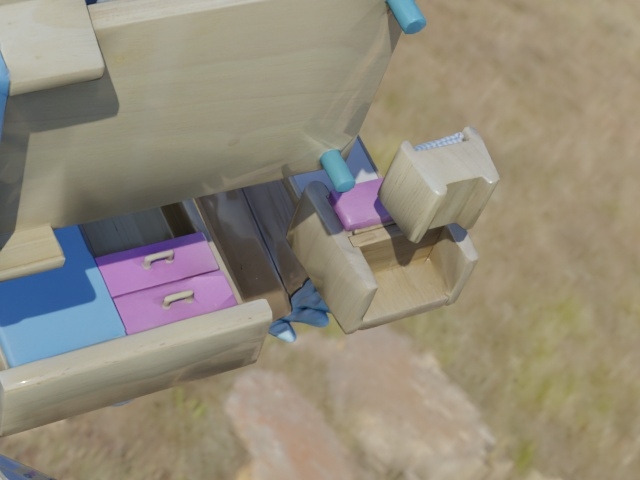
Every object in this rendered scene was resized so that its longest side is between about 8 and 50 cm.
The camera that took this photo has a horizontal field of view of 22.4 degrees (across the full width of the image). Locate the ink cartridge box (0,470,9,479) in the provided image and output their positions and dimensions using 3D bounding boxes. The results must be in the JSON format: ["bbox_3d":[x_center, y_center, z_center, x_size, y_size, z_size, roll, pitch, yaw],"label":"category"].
[{"bbox_3d":[-0.397,0.282,1.197,0.309,0.272,0.130,-49,116,-32],"label":"ink cartridge box"}]

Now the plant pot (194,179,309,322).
[{"bbox_3d":[-0.043,-0.065,1.144,0.237,0.109,0.237,158,-90,-88],"label":"plant pot"}]

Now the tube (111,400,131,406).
[{"bbox_3d":[-0.235,0.065,1.360,0.240,0.062,0.070,26,-25,42],"label":"tube"}]

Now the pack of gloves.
[{"bbox_3d":[0.000,0.000,1.329,0.046,0.195,0.232,59,-19,-18],"label":"pack of gloves"}]

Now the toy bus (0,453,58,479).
[{"bbox_3d":[-0.337,0.373,1.505,0.130,0.333,0.108,22,10,6],"label":"toy bus"}]

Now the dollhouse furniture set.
[{"bbox_3d":[-0.057,-0.094,0.734,0.286,0.303,0.198,-15,62,-24],"label":"dollhouse furniture set"}]
